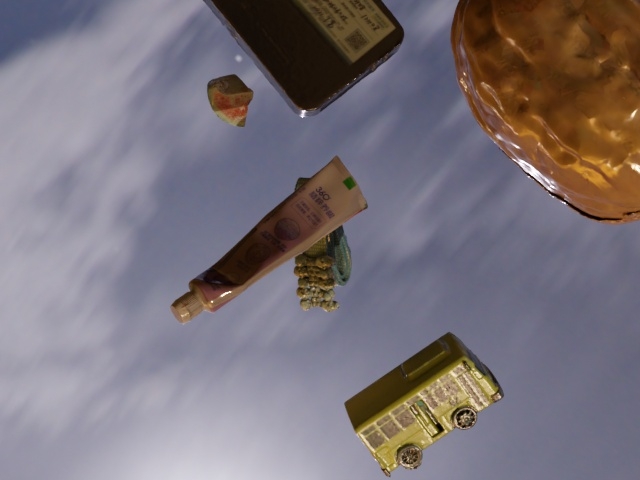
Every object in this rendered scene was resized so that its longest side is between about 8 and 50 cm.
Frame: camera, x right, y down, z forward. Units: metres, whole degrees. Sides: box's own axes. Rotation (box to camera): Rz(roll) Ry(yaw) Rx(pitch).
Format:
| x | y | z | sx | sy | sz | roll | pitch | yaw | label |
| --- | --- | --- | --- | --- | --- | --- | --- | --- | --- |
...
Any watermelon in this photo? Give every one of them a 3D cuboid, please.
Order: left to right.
| x | y | z | sx | sy | sz | roll | pitch | yaw | label |
| --- | --- | --- | --- | --- | --- | --- | --- | --- | --- |
| -0.126 | -0.208 | 1.904 | 0.061 | 0.085 | 0.085 | -16 | -133 | 23 | watermelon |

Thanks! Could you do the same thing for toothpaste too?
| x | y | z | sx | sy | sz | roll | pitch | yaw | label |
| --- | --- | --- | --- | --- | --- | --- | --- | --- | --- |
| -0.065 | 0.006 | 1.676 | 0.301 | 0.048 | 0.075 | -37 | -111 | -22 | toothpaste |

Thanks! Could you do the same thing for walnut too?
| x | y | z | sx | sy | sz | roll | pitch | yaw | label |
| --- | --- | --- | --- | --- | --- | --- | --- | --- | --- |
| 0.217 | -0.125 | 1.016 | 0.198 | 0.198 | 0.245 | -42 | -101 | 13 | walnut |

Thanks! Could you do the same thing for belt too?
| x | y | z | sx | sy | sz | roll | pitch | yaw | label |
| --- | --- | --- | --- | --- | --- | --- | --- | --- | --- |
| -0.004 | -0.001 | 1.840 | 0.065 | 0.179 | 0.100 | 4 | -143 | 27 | belt |

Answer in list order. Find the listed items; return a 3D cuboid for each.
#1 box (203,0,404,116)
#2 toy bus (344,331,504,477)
| x | y | z | sx | sy | sz | roll | pitch | yaw | label |
| --- | --- | --- | --- | --- | --- | --- | --- | --- | --- |
| -0.052 | -0.375 | 2.016 | 0.211 | 0.350 | 0.058 | -38 | 177 | -10 | box |
| 0.124 | 0.194 | 1.614 | 0.175 | 0.101 | 0.088 | -35 | -158 | 4 | toy bus |
